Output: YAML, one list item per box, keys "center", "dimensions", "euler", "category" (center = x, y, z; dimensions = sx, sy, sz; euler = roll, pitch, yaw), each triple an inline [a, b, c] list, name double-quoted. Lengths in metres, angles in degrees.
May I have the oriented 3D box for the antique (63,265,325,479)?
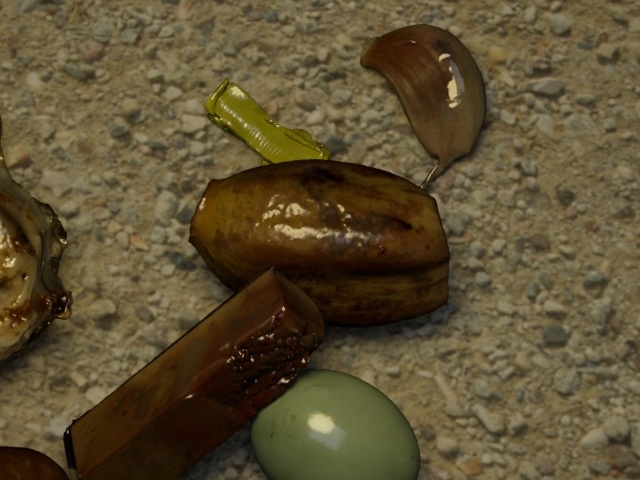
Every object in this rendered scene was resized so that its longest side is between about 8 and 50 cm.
- center: [-0.132, 0.162, 1.813]
  dimensions: [0.310, 0.087, 0.093]
  euler: [-39, 36, 12]
  category: "antique"

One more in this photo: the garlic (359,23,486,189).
- center: [0.132, -0.161, 1.992]
  dimensions: [0.128, 0.090, 0.198]
  euler: [-23, 81, 9]
  category: "garlic"

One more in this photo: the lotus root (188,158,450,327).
- center: [0.001, -0.009, 1.884]
  dimensions: [0.291, 0.193, 0.193]
  euler: [5, 73, -4]
  category: "lotus root"

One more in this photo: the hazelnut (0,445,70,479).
- center: [-0.370, 0.306, 1.781]
  dimensions: [0.234, 0.218, 0.218]
  euler: [-10, 74, -3]
  category: "hazelnut"

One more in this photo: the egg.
- center: [0.016, 0.219, 1.833]
  dimensions: [0.192, 0.149, 0.149]
  euler: [30, 75, -1]
  category: "egg"

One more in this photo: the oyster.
- center: [-0.392, -0.012, 1.913]
  dimensions: [0.198, 0.133, 0.337]
  euler: [-22, 72, -4]
  category: "oyster"

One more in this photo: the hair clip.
- center: [-0.059, -0.115, 1.987]
  dimensions: [0.173, 0.046, 0.072]
  euler: [35, 80, 11]
  category: "hair clip"
